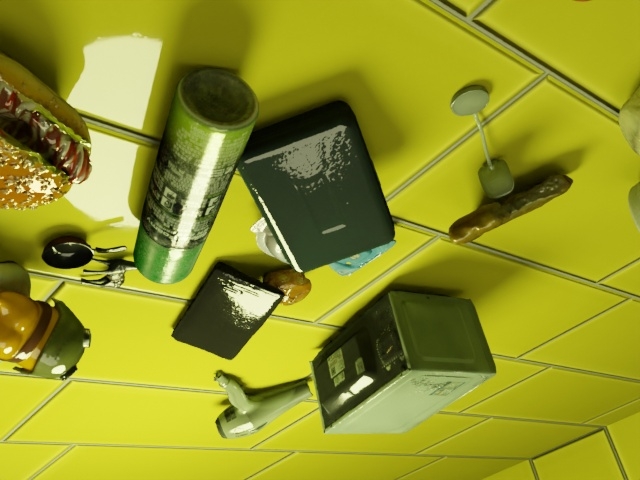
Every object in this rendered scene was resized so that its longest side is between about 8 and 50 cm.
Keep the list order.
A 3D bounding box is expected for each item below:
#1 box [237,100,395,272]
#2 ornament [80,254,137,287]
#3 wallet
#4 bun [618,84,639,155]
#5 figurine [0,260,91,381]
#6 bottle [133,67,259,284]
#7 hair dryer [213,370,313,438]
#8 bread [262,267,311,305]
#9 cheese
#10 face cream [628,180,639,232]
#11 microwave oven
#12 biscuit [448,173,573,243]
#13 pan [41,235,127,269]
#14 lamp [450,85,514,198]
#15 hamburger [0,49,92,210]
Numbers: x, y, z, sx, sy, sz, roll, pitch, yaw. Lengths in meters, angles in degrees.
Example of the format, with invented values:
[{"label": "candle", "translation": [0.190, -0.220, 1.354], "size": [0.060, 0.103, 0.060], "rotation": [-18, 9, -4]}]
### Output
[{"label": "box", "translation": [-0.003, -0.062, 0.984], "size": [0.160, 0.050, 0.230], "rotation": [-19, 133, 6]}, {"label": "ornament", "translation": [-0.290, 0.048, 1.125], "size": [0.125, 0.028, 0.073], "rotation": [0, 146, -19]}, {"label": "wallet", "translation": [-0.159, 0.128, 1.267], "size": [0.124, 0.025, 0.244], "rotation": [24, 138, -14]}, {"label": "bun", "translation": [0.485, -0.172, 1.009], "size": [0.164, 0.111, 0.188], "rotation": [-8, 157, 24]}, {"label": "figurine", "translation": [-0.399, 0.128, 1.019], "size": [0.141, 0.166, 0.250], "rotation": [26, 166, 4]}, {"label": "bottle", "translation": [-0.164, -0.062, 0.928], "size": [0.093, 0.093, 0.330], "rotation": [1, 146, -24]}, {"label": "hair dryer", "translation": [-0.122, 0.333, 1.642], "size": [0.219, 0.088, 0.225], "rotation": [-12, 135, -17]}, {"label": "bread", "translation": [-0.059, 0.076, 1.247], "size": [0.083, 0.046, 0.081], "rotation": [19, 134, -41]}, {"label": "cheese", "translation": [0.000, 0.000, 1.139], "size": [0.135, 0.052, 0.244], "rotation": [-34, 144, 32]}, {"label": "face cream", "translation": [0.610, -0.054, 1.152], "size": [0.201, 0.201, 0.187], "rotation": [11, 142, -36]}, {"label": "microwave oven", "translation": [0.147, 0.235, 1.461], "size": [0.237, 0.181, 0.295], "rotation": [9, 142, -31]}, {"label": "biscuit", "translation": [0.282, -0.047, 1.130], "size": [0.174, 0.039, 0.183], "rotation": [-28, 174, 28]}, {"label": "pan", "translation": [-0.326, 0.011, 1.050], "size": [0.115, 0.023, 0.068], "rotation": [-8, 148, -5]}, {"label": "lamp", "translation": [0.220, -0.131, 1.017], "size": [0.050, 0.056, 0.198], "rotation": [-19, 146, 14]}, {"label": "hamburger", "translation": [-0.335, -0.110, 0.758], "size": [0.173, 0.116, 0.210], "rotation": [-20, 149, 15]}]
